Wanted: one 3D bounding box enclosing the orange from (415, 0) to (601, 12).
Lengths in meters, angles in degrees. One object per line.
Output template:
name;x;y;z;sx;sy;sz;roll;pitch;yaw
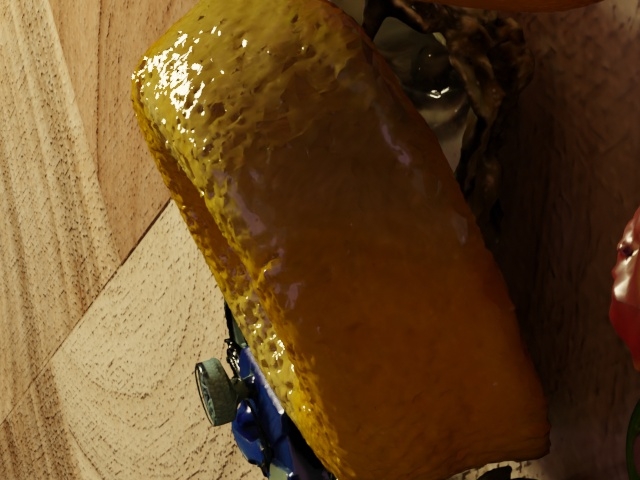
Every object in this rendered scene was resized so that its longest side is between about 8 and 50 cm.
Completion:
orange;0.051;-0.198;0.580;0.261;0.261;0.261;38;134;56

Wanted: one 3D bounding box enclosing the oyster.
oyster;0.048;-0.099;0.848;0.214;0.083;0.223;-116;9;-48

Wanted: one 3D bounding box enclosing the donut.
donut;0.000;0.000;0.822;0.303;0.110;0.303;61;174;11

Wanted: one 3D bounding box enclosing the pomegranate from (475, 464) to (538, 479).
pomegranate;0.069;0.236;0.841;0.248;0.202;0.202;-64;32;5

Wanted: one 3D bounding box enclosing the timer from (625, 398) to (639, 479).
timer;0.182;0.099;0.676;0.140;0.047;0.128;110;143;-49

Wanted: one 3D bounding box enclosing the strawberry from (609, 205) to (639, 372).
strawberry;0.179;0.022;0.500;0.234;0.178;0.234;169;90;-73

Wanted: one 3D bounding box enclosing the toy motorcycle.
toy motorcycle;-0.006;0.143;1.037;0.315;0.113;0.169;-129;26;-62
